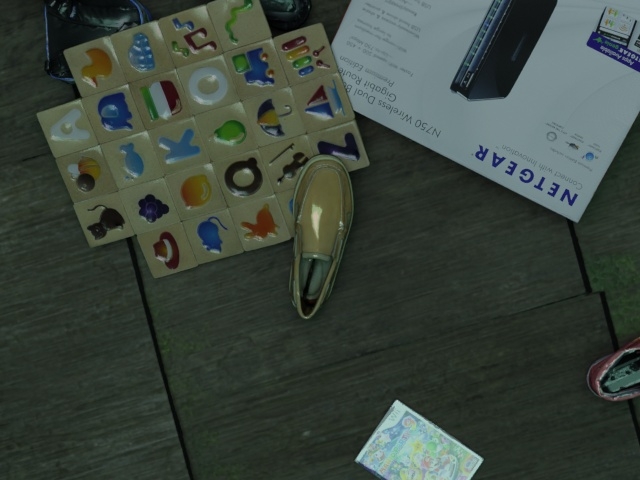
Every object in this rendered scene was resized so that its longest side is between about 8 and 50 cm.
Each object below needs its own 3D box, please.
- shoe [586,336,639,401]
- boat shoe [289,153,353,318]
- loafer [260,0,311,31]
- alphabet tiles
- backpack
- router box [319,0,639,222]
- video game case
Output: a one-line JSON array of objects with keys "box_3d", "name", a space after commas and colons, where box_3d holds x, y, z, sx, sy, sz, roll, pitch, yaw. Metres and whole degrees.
[{"box_3d": [0.381, 0.128, 1.772, 0.178, 0.081, 0.063, -26, 89, 4], "name": "shoe"}, {"box_3d": [0.000, 0.000, 1.768, 0.068, 0.072, 0.190, 4, 118, 1], "name": "boat shoe"}, {"box_3d": [-0.111, -0.308, 1.802, 0.223, 0.078, 0.076, 29, 93, 3], "name": "loafer"}, {"box_3d": [-0.132, -0.114, 1.783, 0.342, 0.011, 0.285, -16, 109, 12], "name": "alphabet tiles"}, {"box_3d": [-0.247, -0.230, 1.810, 0.114, 0.084, 0.105, -1, 90, 11], "name": "backpack"}, {"box_3d": [0.205, -0.228, 1.733, 0.335, 0.082, 0.301, 27, 112, 4], "name": "router box"}, {"box_3d": [0.113, 0.251, 1.830, 0.122, 0.011, 0.087, 34, 94, 3], "name": "video game case"}]
